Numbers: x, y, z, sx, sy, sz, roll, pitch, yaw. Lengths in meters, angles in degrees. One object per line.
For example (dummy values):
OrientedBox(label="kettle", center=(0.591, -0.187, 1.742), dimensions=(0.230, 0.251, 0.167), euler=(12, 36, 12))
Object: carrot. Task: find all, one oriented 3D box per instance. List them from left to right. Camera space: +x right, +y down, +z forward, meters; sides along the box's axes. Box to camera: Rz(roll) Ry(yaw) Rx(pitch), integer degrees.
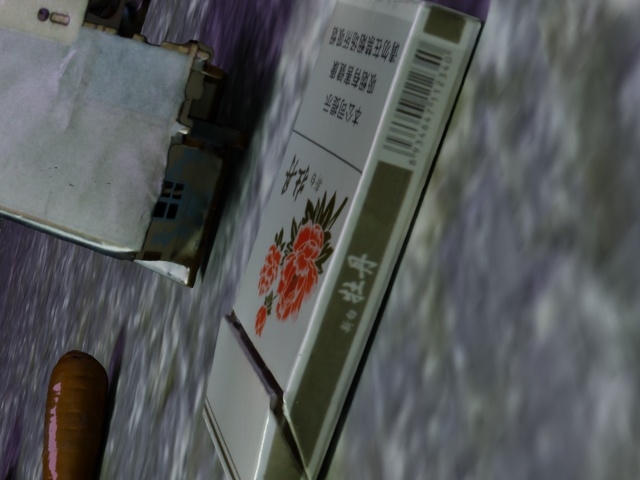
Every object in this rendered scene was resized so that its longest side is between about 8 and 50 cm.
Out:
OrientedBox(label="carrot", center=(-0.183, 0.182, 0.839), dimensions=(0.048, 0.048, 0.216), euler=(134, 142, -56))

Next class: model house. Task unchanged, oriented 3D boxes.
OrientedBox(label="model house", center=(-0.155, -0.084, 0.760), dimensions=(0.206, 0.271, 0.178), euler=(12, -88, -72))

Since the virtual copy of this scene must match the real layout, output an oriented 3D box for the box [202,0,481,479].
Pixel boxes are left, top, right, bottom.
OrientedBox(label="box", center=(0.000, 0.000, 0.456), dimensions=(0.109, 0.029, 0.198), euler=(-136, 64, -70))
